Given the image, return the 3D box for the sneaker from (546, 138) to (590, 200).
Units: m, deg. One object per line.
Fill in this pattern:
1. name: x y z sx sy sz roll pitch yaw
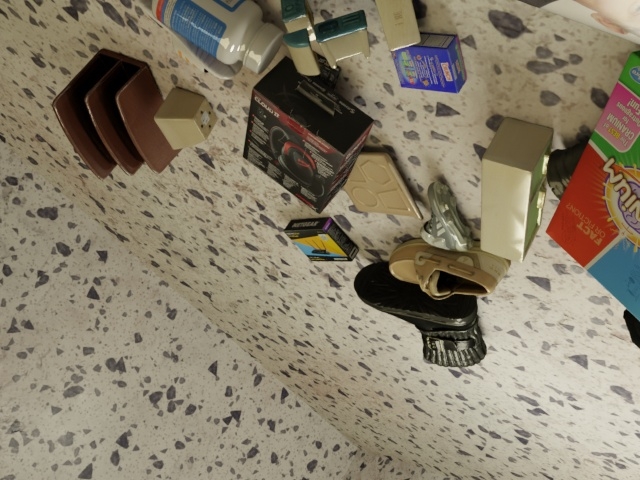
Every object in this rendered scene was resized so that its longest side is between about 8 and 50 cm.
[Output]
1. sneaker: 0.496 -0.054 1.087 0.286 0.109 0.130 38 149 -14

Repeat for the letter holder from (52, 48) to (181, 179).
1. letter holder: -0.507 -0.286 1.726 0.152 0.214 0.302 23 153 22

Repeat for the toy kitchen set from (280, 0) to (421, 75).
1. toy kitchen set: 0.036 -0.381 1.090 0.207 0.166 0.122 -15 140 10

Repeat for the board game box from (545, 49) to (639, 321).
1. board game box: 0.458 -0.058 0.915 0.242 0.064 0.316 53 147 37

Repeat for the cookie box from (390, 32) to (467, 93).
1. cookie box: 0.176 -0.289 1.109 0.107 0.040 0.092 16 150 33

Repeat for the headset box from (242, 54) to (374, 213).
1. headset box: -0.031 -0.209 1.361 0.218 0.110 0.293 37 156 6

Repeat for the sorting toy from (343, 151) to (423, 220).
1. sorting toy: 0.115 -0.128 1.488 0.208 0.038 0.193 14 149 45

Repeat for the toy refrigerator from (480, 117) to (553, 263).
1. toy refrigerator: 0.348 -0.080 1.211 0.094 0.102 0.269 21 152 25

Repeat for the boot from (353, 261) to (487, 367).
1. boot: 0.262 0.205 1.795 0.348 0.131 0.260 19 151 28

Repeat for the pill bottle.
1. pill bottle: -0.183 -0.399 1.240 0.221 0.124 0.124 34 155 1

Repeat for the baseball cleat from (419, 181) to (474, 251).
1. baseball cleat: 0.245 -0.040 1.428 0.109 0.072 0.206 -4 137 35

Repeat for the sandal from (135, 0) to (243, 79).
1. sandal: -0.260 -0.414 1.353 0.265 0.102 0.076 42 157 2

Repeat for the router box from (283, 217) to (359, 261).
1. router box: 0.000 0.000 1.838 0.179 0.046 0.133 -2 137 52

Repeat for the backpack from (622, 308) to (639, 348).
1. backpack: 0.649 0.078 0.977 0.290 0.273 0.355 2 135 0

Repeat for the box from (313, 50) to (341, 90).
1. box: -0.001 -0.315 1.299 0.067 0.018 0.083 31 155 4

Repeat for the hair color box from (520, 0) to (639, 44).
1. hair color box: 0.298 -0.325 0.720 0.347 0.105 0.174 20 166 3

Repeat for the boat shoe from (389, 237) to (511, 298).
1. boat shoe: 0.269 0.070 1.566 0.121 0.110 0.341 45 153 -24

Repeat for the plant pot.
1. plant pot: -0.313 -0.290 1.629 0.096 0.109 0.109 6 145 24
